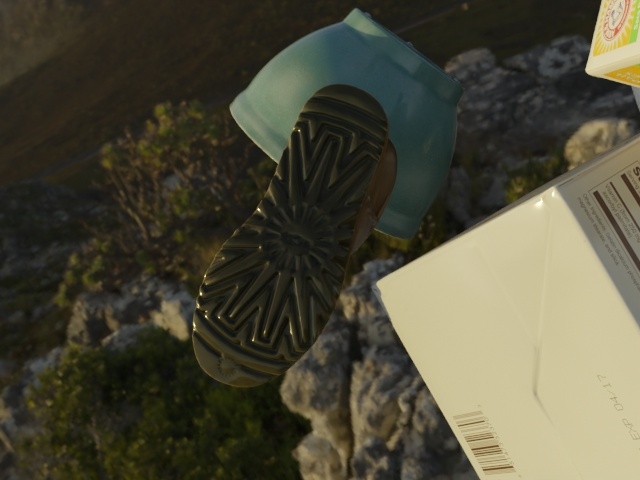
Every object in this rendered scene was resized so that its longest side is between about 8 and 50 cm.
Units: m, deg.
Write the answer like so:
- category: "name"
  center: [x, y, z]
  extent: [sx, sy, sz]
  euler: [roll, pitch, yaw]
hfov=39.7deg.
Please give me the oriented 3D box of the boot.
- category: "boot"
  center: [0.000, 0.000, 0.731]
  extent: [0.236, 0.089, 0.269]
  euler: [-60, -6, 0]

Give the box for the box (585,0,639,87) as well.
- category: "box"
  center: [0.214, -0.120, 0.373]
  extent: [0.114, 0.103, 0.203]
  euler: [13, 1, -9]

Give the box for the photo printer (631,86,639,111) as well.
- category: "photo printer"
  center: [0.422, -0.138, 0.711]
  extent: [0.307, 0.107, 0.256]
  euler: [-32, 66, 17]

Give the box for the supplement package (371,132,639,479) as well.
- category: "supplement package"
  center: [0.191, 0.086, 0.547]
  extent: [0.145, 0.262, 0.204]
  euler: [-27, -4, -30]

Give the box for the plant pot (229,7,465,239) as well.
- category: "plant pot"
  center: [0.060, -0.167, 1.128]
  extent: [0.196, 0.293, 0.293]
  euler: [-53, 25, 15]
